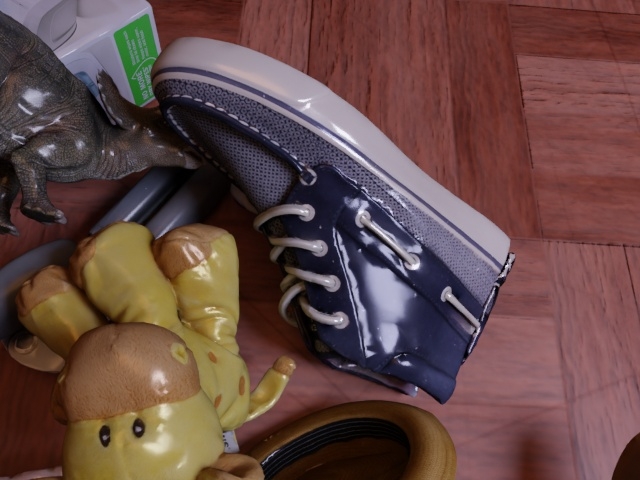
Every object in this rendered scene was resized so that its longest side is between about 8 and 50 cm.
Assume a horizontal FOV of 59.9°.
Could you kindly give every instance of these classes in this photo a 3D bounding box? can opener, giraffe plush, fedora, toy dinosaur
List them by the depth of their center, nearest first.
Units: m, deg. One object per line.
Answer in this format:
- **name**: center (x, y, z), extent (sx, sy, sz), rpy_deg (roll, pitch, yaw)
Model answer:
- **giraffe plush**: center (-0.113, 0.099, 0.356), extent (0.181, 0.170, 0.210), rpy_deg (-32, 100, 4)
- **fedora**: center (0.010, 0.195, 0.394), extent (0.194, 0.194, 0.079), rpy_deg (-26, 105, -15)
- **toy dinosaur**: center (-0.243, -0.106, 0.418), extent (0.313, 0.121, 0.160), rpy_deg (30, 60, -31)
- **can opener**: center (-0.171, -0.005, 0.496), extent (0.074, 0.093, 0.280), rpy_deg (33, 62, 12)

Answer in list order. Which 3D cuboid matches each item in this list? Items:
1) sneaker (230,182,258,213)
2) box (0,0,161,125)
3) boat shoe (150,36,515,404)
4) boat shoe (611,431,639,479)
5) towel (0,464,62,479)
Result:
- **sneaker**: center (-0.003, -0.050, 0.540), extent (0.169, 0.071, 0.068), rpy_deg (5, 85, -18)
- **box**: center (-0.331, -0.204, 0.557), extent (0.262, 0.127, 0.231), rpy_deg (43, 67, 14)
- **boat shoe**: center (0.000, 0.000, 0.430), extent (0.340, 0.127, 0.158), rpy_deg (30, 70, -16)
- **boat shoe**: center (0.235, 0.233, 0.362), extent (0.073, 0.073, 0.207), rpy_deg (29, 63, -32)
- **towel**: center (-0.257, 0.326, 0.349), extent (0.331, 0.053, 0.317), rpy_deg (-7, 64, -8)
